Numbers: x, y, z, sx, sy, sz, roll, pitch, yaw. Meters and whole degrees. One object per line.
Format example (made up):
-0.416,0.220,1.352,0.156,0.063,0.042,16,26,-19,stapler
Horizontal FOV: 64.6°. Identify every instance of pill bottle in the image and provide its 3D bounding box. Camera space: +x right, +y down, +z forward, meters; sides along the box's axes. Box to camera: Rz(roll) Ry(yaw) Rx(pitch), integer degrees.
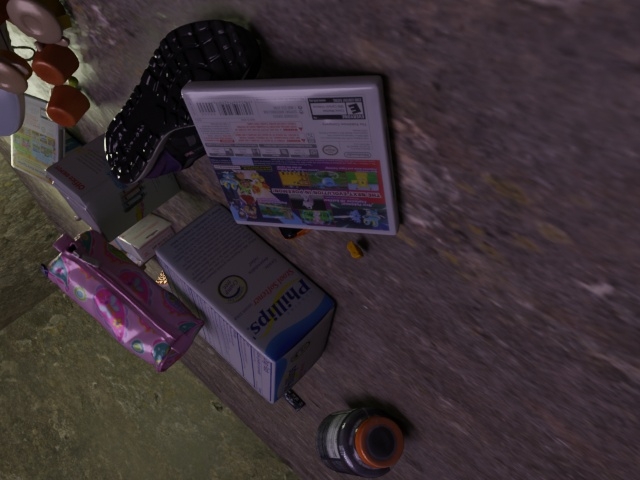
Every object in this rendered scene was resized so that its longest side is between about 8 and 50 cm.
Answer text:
0.081,0.407,1.023,0.130,0.130,0.245,46,155,4,pill bottle

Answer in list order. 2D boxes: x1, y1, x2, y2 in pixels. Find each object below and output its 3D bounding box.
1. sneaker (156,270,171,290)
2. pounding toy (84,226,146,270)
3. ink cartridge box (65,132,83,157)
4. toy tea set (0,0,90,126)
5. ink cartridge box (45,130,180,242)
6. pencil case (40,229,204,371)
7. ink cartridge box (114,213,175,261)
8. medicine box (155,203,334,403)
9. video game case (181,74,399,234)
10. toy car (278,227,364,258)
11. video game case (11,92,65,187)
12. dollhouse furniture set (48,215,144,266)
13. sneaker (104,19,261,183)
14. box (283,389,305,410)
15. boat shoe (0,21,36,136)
-0.281,0.077,1.133,0.121,0.099,0.262,38,180,-9,sneaker
-0.614,0.008,1.587,0.206,0.094,0.181,47,150,-19,pounding toy
-0.727,-0.238,1.410,0.203,0.086,0.148,36,151,24,ink cartridge box
-0.529,-0.365,0.939,0.200,0.124,0.336,16,151,-7,toy tea set
-0.388,-0.112,0.960,0.128,0.176,0.127,32,150,30,ink cartridge box
-0.344,0.103,0.893,0.284,0.124,0.124,40,154,4,pencil case
-0.434,-0.010,1.257,0.181,0.104,0.061,19,143,45,ink cartridge box
-0.136,0.125,0.940,0.289,0.149,0.263,39,153,17,medicine box
-0.025,-0.083,0.530,0.202,0.023,0.183,4,137,20,video game case
0.000,0.000,0.666,0.122,0.060,0.040,44,-173,22,toy car
-0.726,-0.262,1.298,0.227,0.026,0.206,22,112,29,video game case
-0.603,0.020,1.396,0.242,0.161,0.212,-33,99,34,dollhouse furniture set
-0.151,-0.169,0.629,0.283,0.124,0.107,-25,85,40,sneaker
-0.079,0.466,1.480,0.067,0.018,0.083,43,154,9,box
-0.679,-0.403,1.040,0.136,0.156,0.366,4,132,0,boat shoe
